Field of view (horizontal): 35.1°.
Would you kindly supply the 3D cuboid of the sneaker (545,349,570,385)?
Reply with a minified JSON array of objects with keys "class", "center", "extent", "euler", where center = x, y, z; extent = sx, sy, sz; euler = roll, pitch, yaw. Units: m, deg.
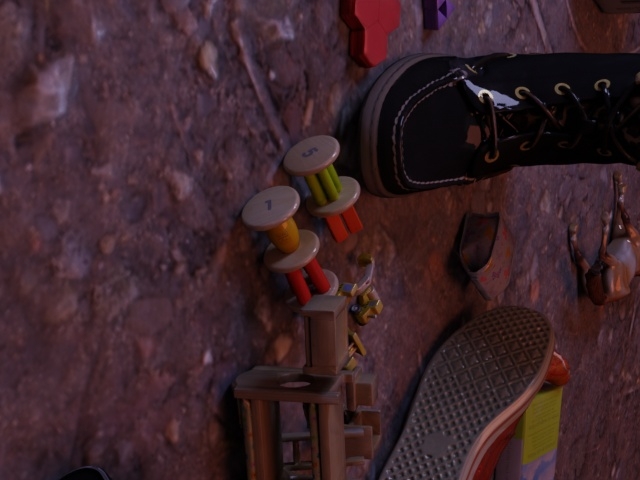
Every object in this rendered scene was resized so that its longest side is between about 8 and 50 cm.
[{"class":"sneaker","center":[0.264,0.154,1.295],"extent":[0.175,0.064,0.067],"euler":[35,84,-43]}]

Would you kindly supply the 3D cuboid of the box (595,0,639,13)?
[{"class":"box","center":[0.438,-0.439,1.350],"extent":[0.148,0.126,0.233],"euler":[27,74,-52]}]

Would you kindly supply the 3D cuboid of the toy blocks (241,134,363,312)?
[{"class":"toy blocks","center":[0.000,0.000,0.903],"extent":[0.123,0.054,0.148],"euler":[-54,135,-32]}]

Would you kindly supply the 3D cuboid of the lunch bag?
[{"class":"lunch bag","center":[0.189,0.019,1.163],"extent":[0.071,0.053,0.083],"euler":[46,51,-49]}]

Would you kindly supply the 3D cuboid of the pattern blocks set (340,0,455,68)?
[{"class":"pattern blocks set","center":[0.082,-0.357,0.971],"extent":[0.285,0.026,0.325],"euler":[-39,125,-43]}]

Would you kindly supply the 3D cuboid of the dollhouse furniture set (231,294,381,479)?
[{"class":"dollhouse furniture set","center":[-0.012,0.124,0.905],"extent":[0.161,0.101,0.182],"euler":[-41,130,-69]}]

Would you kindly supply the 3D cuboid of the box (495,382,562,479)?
[{"class":"box","center":[0.273,0.284,1.332],"extent":[0.109,0.042,0.178],"euler":[-6,101,-52]}]

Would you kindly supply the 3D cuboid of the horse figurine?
[{"class":"horse figurine","center":[0.431,0.018,1.479],"extent":[0.263,0.066,0.175],"euler":[-42,122,-44]}]

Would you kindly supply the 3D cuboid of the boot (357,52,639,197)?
[{"class":"boot","center":[0.237,-0.119,1.004],"extent":[0.377,0.284,0.138],"euler":[-19,111,-51]}]

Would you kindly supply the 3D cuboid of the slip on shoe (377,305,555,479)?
[{"class":"slip on shoe","center":[0.157,0.209,1.113],"extent":[0.331,0.123,0.101],"euler":[-56,150,-25]}]

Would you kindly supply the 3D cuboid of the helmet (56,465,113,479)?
[{"class":"helmet","center":[-0.120,0.242,0.696],"extent":[0.169,0.161,0.170],"euler":[-14,107,-52]}]

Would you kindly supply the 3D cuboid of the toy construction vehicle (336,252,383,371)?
[{"class":"toy construction vehicle","center":[0.033,0.073,0.977],"extent":[0.098,0.035,0.086],"euler":[-53,135,-33]}]
